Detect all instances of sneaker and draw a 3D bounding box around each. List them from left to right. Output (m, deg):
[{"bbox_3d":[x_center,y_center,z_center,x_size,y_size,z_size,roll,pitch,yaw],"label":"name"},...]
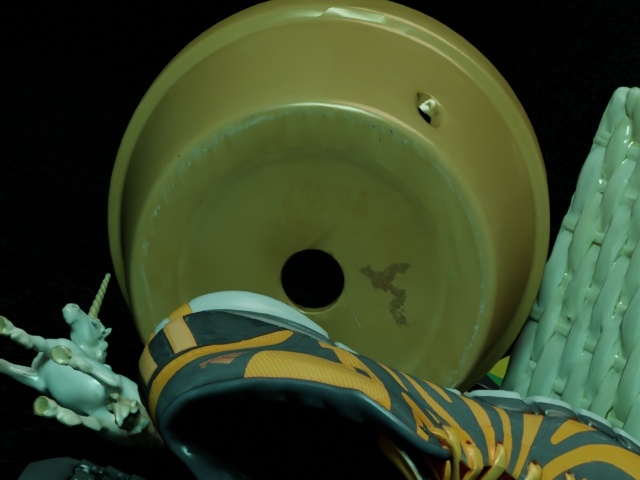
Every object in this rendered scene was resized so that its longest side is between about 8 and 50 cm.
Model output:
[{"bbox_3d":[0.060,0.133,0.666,0.321,0.124,0.180,20,6,-10],"label":"sneaker"}]

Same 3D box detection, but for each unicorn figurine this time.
[{"bbox_3d":[-0.139,0.074,0.792,0.111,0.060,0.162,28,15,-51],"label":"unicorn figurine"}]

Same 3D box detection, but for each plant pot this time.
[{"bbox_3d":[0.000,0.000,0.842,0.291,0.291,0.203,23,13,-1],"label":"plant pot"}]

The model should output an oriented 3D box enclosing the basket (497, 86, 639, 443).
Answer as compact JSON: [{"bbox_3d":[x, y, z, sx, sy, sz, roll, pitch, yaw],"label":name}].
[{"bbox_3d":[0.313,0.101,0.873,0.266,0.331,0.328,16,10,-28],"label":"basket"}]

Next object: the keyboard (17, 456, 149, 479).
[{"bbox_3d":[-0.044,0.163,0.537,0.201,0.033,0.317,22,9,-5],"label":"keyboard"}]

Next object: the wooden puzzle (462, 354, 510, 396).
[{"bbox_3d":[0.212,0.156,1.240,0.221,0.044,0.239,26,8,21],"label":"wooden puzzle"}]
